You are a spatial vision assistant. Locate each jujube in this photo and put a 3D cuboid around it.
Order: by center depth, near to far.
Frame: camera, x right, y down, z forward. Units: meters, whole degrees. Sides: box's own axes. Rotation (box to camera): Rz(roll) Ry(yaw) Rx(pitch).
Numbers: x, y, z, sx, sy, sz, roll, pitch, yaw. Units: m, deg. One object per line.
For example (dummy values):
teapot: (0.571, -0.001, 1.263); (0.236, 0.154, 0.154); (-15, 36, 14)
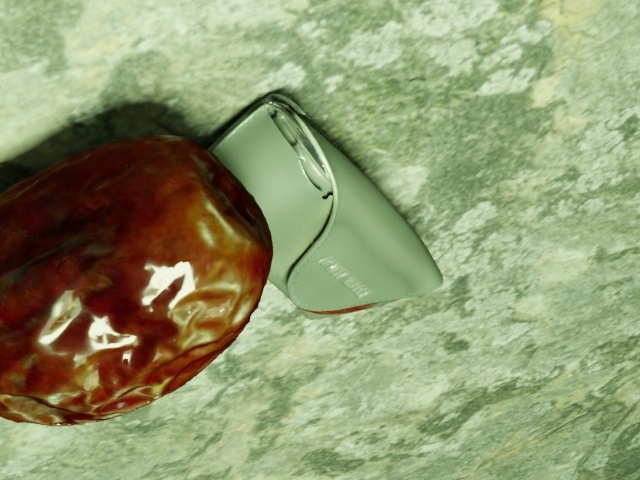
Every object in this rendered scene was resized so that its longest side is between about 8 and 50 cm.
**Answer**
jujube: (-0.157, 0.029, 1.171); (0.243, 0.183, 0.183); (-35, 149, 15)

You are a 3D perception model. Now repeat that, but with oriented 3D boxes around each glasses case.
glasses case: (-0.002, 0.001, 1.327); (0.128, 0.083, 0.308); (-33, 149, 9)
